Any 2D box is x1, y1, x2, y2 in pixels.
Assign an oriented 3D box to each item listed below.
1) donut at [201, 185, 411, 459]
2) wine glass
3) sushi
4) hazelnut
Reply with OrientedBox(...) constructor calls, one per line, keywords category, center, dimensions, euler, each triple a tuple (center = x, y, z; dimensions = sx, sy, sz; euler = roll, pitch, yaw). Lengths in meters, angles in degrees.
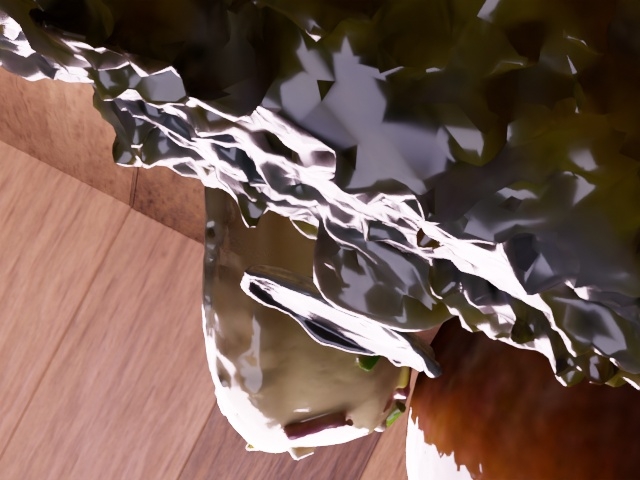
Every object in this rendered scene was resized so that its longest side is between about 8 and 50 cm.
OrientedBox(category="donut", center=(-0.001, 0.005, 1.156), dimensions=(0.150, 0.307, 0.371), euler=(3, 166, 4))
OrientedBox(category="wine glass", center=(0.057, -0.052, 0.856), dimensions=(0.156, 0.232, 0.156), euler=(25, 169, 5))
OrientedBox(category="sushi", center=(0.022, -0.112, 0.610), dimensions=(0.396, 0.240, 0.351), euler=(26, 172, 34))
OrientedBox(category="hazelnut", center=(0.260, 0.143, 1.133), dimensions=(0.409, 0.359, 0.359), euler=(23, 170, 42))
